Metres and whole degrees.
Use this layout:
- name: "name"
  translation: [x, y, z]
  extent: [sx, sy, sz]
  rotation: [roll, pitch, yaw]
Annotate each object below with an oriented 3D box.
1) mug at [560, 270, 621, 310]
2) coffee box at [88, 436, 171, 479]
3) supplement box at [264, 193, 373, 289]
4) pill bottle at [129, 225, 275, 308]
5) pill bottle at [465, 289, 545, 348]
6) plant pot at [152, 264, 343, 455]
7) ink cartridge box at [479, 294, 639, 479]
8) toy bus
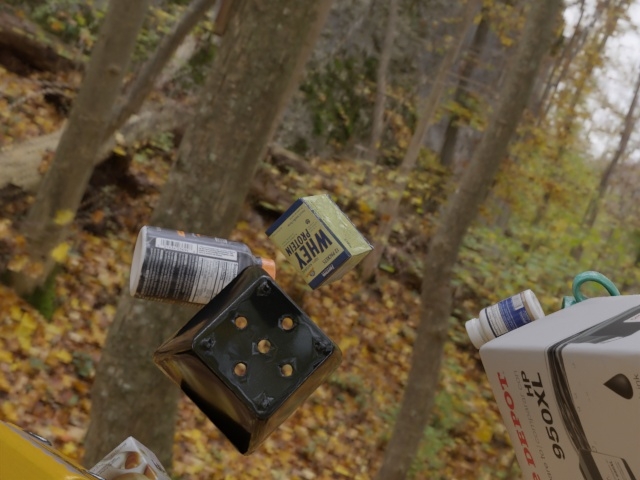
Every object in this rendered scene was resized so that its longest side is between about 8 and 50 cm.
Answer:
- name: "mug"
  translation: [0.363, 0.134, 1.210]
  extent: [0.097, 0.129, 0.158]
  rotation: [7, -39, 12]
- name: "coffee box"
  translation: [-0.293, 0.469, 1.534]
  extent: [0.246, 0.141, 0.098]
  rotation: [43, -11, 37]
- name: "supplement box"
  translation: [0.000, 0.000, 0.989]
  extent: [0.083, 0.056, 0.083]
  rotation: [49, 20, 9]
- name: "pill bottle"
  translation: [-0.207, 0.057, 1.641]
  extent: [0.245, 0.130, 0.130]
  rotation: [11, 2, -18]
- name: "pill bottle"
  translation: [0.303, 0.133, 1.514]
  extent: [0.120, 0.067, 0.067]
  rotation: [-26, -22, 19]
- name: "plant pot"
  translation: [-0.083, 0.143, 1.164]
  extent: [0.187, 0.188, 0.167]
  rotation: [46, -16, 2]
- name: "ink cartridge box"
  translation: [0.342, 0.205, 0.860]
  extent: [0.166, 0.285, 0.395]
  rotation: [-19, 0, -17]
- name: "toy bus"
  translation: [-0.380, 0.320, 1.199]
  extent: [0.332, 0.108, 0.130]
  rotation: [11, -23, 48]
